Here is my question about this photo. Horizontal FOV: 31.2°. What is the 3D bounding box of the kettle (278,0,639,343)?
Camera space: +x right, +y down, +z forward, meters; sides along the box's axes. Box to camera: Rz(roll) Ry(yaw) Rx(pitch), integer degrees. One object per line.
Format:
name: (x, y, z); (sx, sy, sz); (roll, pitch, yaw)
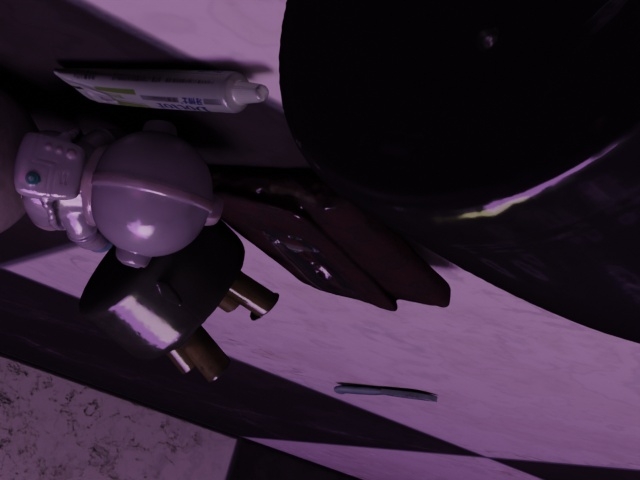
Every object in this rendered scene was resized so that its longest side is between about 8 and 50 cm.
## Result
kettle: (0.176, -0.065, 0.443); (0.268, 0.207, 0.290); (-37, 133, 27)

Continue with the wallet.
wallet: (0.000, 0.000, 1.056); (0.181, 0.049, 0.229); (9, 161, 34)

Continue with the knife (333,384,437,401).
knife: (0.097, 0.238, 1.797); (0.210, 0.015, 0.028); (-3, 148, 47)

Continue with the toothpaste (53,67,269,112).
toothpaste: (-0.117, -0.111, 0.838); (0.197, 0.029, 0.048); (8, 161, 36)

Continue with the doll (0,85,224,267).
doll: (-0.219, -0.053, 0.938); (0.287, 0.151, 0.151); (10, 163, 7)

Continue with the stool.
stool: (-0.133, 0.035, 1.108); (0.153, 0.228, 0.139); (-37, 112, 22)
